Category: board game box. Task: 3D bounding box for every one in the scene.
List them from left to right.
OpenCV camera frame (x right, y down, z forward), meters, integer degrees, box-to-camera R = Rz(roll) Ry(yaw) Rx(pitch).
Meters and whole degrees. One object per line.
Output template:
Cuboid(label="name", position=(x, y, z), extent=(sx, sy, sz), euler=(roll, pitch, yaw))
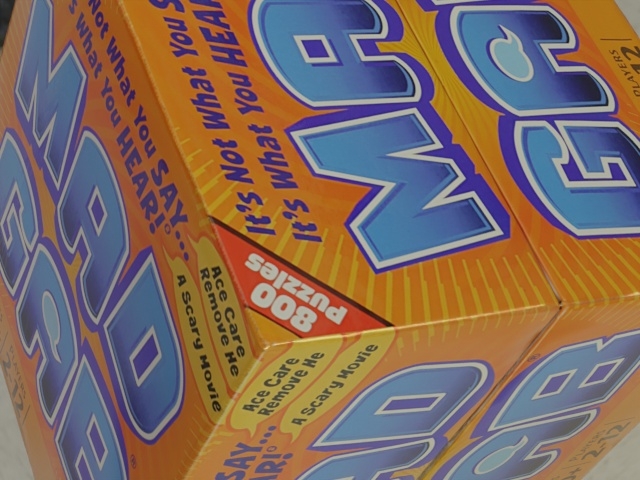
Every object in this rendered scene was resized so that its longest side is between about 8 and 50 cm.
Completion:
Cuboid(label="board game box", position=(0.000, 0.000, 0.912), extent=(0.356, 0.356, 0.356), euler=(-6, 56, -30))
